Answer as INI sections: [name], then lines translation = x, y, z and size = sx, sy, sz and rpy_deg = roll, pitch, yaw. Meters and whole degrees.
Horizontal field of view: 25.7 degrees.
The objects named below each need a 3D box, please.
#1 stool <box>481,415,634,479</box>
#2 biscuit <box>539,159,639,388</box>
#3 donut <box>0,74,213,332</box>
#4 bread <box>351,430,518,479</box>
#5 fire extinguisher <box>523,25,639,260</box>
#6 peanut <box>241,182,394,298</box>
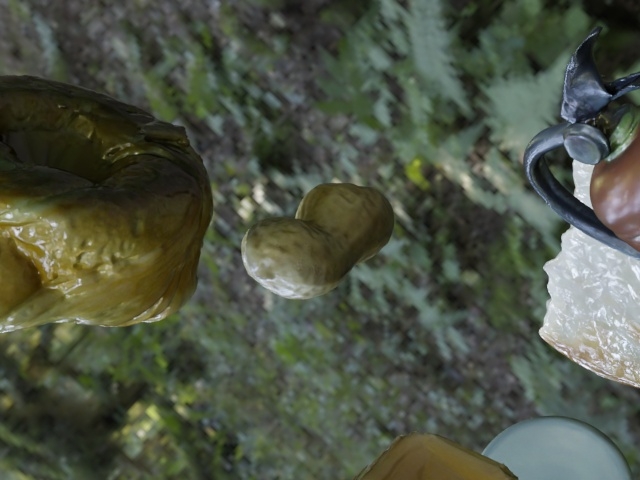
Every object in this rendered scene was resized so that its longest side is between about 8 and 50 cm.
[stool]
translation = 0.292, 0.324, 1.690
size = 0.195, 0.195, 0.199
rpy_deg = 32, 175, 26
[biscuit]
translation = 0.299, 0.030, 1.279
size = 0.205, 0.040, 0.309
rpy_deg = 35, 145, 28
[donut]
translation = -0.279, -0.038, 1.389
size = 0.360, 0.170, 0.360
rpy_deg = 15, -155, -7
[bread]
translation = 0.072, 0.264, 1.180
size = 0.136, 0.107, 0.241
rpy_deg = 25, -150, 17
[fire extinguisher]
translation = 0.277, 0.009, 0.964
size = 0.376, 0.113, 0.200
rpy_deg = 37, 138, -11
[peanut]
translation = 0.000, 0.000, 1.559
size = 0.103, 0.098, 0.229
rpy_deg = 37, -141, 17
